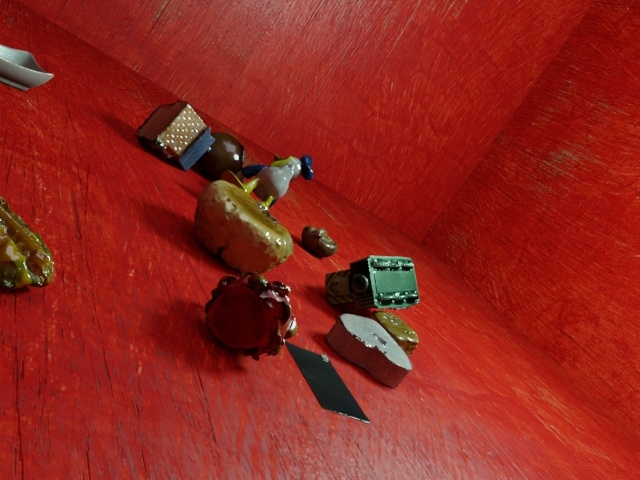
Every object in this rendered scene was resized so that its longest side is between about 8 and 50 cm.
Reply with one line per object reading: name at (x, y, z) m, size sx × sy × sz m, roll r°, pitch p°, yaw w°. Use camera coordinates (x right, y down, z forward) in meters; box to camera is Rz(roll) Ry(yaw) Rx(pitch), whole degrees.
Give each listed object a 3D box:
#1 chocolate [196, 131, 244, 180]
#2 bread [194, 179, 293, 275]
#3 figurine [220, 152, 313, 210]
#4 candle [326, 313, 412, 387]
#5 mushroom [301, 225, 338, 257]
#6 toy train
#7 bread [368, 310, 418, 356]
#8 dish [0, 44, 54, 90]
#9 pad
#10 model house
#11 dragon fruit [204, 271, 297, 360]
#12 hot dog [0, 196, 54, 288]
chocolate at (-0.328, -0.265, 2.036) m, size 0.176 × 0.177 × 0.177 m, roll 33°, pitch 10°, yaw -7°
bread at (-0.179, -0.021, 1.420) m, size 0.244 × 0.134 × 0.244 m, roll 37°, pitch 9°, yaw -6°
figurine at (-0.142, -0.153, 1.884) m, size 0.338 × 0.283 × 0.205 m, roll -34°, pitch 98°, yaw -37°
candle at (0.104, 0.223, 1.376) m, size 0.192 × 0.068 × 0.168 m, roll 36°, pitch 13°, yaw -5°
mushroom at (0.000, 0.000, 2.003) m, size 0.127 × 0.087 × 0.127 m, roll 33°, pitch 15°, yaw -10°
toy train at (0.138, 0.120, 1.676) m, size 0.330 × 0.178 × 0.139 m, roll 6°, pitch 75°, yaw -60°
bread at (0.173, 0.231, 1.557) m, size 0.128 × 0.069 × 0.140 m, roll 43°, pitch 14°, yaw 36°
dish at (-0.779, -0.436, 1.553) m, size 0.151 × 0.077 × 0.212 m, roll 39°, pitch 11°, yaw 31°
pad at (0.010, 0.249, 1.144) m, size 0.116 × 0.004 × 0.193 m, roll 27°, pitch 13°, yaw -33°
model house at (-0.422, -0.302, 1.910) m, size 0.182 × 0.166 × 0.172 m, roll 24°, pitch -17°, yaw 51°
dragon fruit at (-0.118, 0.108, 1.030) m, size 0.149 × 0.133 × 0.207 m, roll 20°, pitch 6°, yaw -29°
hot dog at (-0.436, -0.026, 0.809) m, size 0.269 × 0.072 × 0.115 m, roll 37°, pitch 3°, yaw 13°
